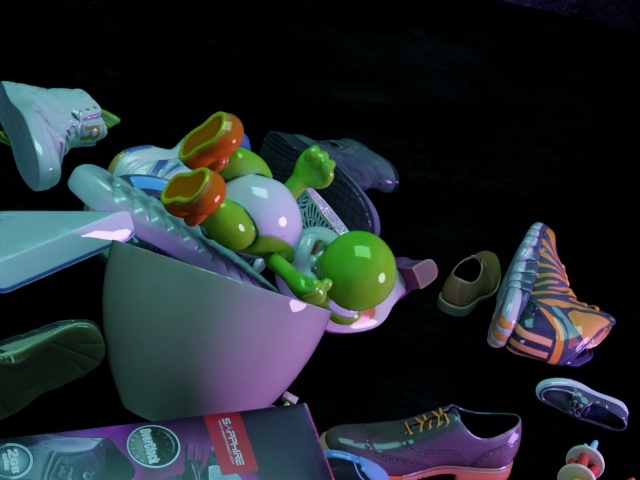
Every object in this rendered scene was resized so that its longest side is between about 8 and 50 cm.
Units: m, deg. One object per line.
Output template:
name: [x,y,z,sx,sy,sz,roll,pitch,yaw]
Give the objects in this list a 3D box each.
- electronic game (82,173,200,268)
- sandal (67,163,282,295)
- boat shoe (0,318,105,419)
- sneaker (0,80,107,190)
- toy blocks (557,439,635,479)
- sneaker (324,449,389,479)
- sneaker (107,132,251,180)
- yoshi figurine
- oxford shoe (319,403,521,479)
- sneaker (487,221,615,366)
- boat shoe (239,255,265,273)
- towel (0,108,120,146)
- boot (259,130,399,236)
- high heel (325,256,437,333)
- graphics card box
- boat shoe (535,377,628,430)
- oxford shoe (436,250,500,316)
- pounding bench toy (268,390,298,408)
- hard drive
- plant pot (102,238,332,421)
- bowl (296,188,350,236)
electronic game: [-0.249,-0.012,1.761,0.229,0.048,0.229,17,45,-17]
sandal: [-0.191,0.039,1.648,0.416,0.102,0.169,36,6,-17]
boat shoe: [-0.361,0.155,1.382,0.223,0.080,0.073,-23,12,-3]
sneaker: [-0.430,-0.182,1.944,0.169,0.108,0.292,-1,36,-27]
toy blocks: [0.377,0.324,1.536,0.123,0.054,0.148,24,29,16]
sneaker: [-0.033,0.295,1.359,0.232,0.081,0.090,10,37,-5]
sneaker: [-0.217,-0.103,1.964,0.296,0.112,0.131,-23,58,-41]
yoshi figurine: [-0.027,-0.013,1.578,0.362,0.203,0.203,41,4,-31]
oxford shoe: [0.130,0.249,1.493,0.271,0.098,0.097,5,30,-21]
sneaker: [0.385,0.102,1.893,0.180,0.125,0.321,23,39,4]
boat shoe: [-0.089,0.012,1.864,0.038,0.046,0.125,28,38,12]
towel: [-0.463,-0.202,2.076,0.102,0.021,0.237,24,29,15]
boot: [0.062,-0.103,2.085,0.222,0.118,0.338,-1,36,-38]
high heel: [0.064,0.084,1.815,0.244,0.082,0.117,-31,12,-34]
graphics card box: [-0.155,0.299,1.187,0.371,0.094,0.233,-4,47,-21]
boat shoe: [0.384,0.240,1.697,0.142,0.049,0.040,17,29,-3]
oxford shoe: [0.261,0.054,1.939,0.076,0.076,0.212,23,27,16]
pounding bench toy: [-0.057,0.235,1.438,0.052,0.083,0.065,21,28,9]
hard drive: [-0.423,0.009,1.519,0.318,0.040,0.210,2,20,44]
plant pot: [-0.148,0.132,1.421,0.284,0.191,0.284,18,-4,1]
bowl: [0.000,0.000,1.865,0.170,0.080,0.170,50,7,-8]
